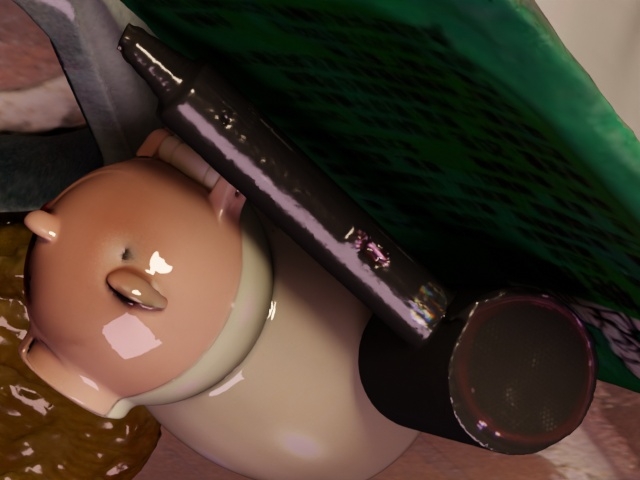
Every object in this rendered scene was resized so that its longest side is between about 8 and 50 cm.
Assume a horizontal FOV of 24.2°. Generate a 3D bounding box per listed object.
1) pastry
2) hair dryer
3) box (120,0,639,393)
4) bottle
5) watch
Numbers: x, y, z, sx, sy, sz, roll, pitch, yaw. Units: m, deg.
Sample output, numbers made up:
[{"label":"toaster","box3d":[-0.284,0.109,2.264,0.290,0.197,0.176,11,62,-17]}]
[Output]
[{"label":"pastry","box3d":[-0.207,0.052,0.887,0.240,0.132,0.235,-1,135,7]},{"label":"hair dryer","box3d":[0.000,0.000,0.644,0.248,0.070,0.114,40,167,-15]},{"label":"box","box3d":[0.090,-0.049,0.611,0.336,0.106,0.264,41,167,-37]},{"label":"bottle","box3d":[-0.050,0.035,0.734,0.147,0.148,0.236,-11,157,29]},{"label":"watch","box3d":[-0.174,-0.090,0.714,0.193,0.068,0.206,0,146,14]}]
